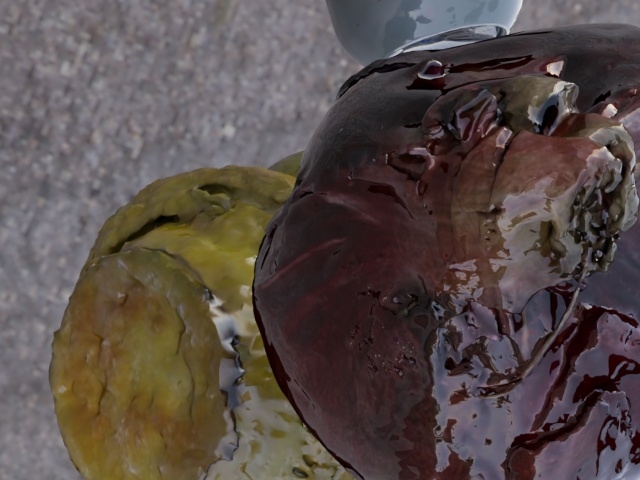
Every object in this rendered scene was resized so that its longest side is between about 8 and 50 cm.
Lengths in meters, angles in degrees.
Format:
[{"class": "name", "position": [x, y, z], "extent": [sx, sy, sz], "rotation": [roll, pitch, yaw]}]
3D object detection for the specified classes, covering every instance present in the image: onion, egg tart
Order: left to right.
[{"class": "egg tart", "position": [-0.078, 0.085, 0.961], "extent": [0.123, 0.294, 0.294], "rotation": [6, 107, -48]}, {"class": "onion", "position": [0.107, 0.005, 0.714], "extent": [0.281, 0.221, 0.281], "rotation": [-30, 157, -14]}]

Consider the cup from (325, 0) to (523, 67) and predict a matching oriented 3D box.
[{"class": "cup", "position": [0.078, -0.334, 1.542], "extent": [0.205, 0.205, 0.312], "rotation": [18, 56, -72]}]

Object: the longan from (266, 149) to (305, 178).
[{"class": "longan", "position": [0.000, 0.000, 1.376], "extent": [0.155, 0.145, 0.176], "rotation": [103, -5, -58]}]
